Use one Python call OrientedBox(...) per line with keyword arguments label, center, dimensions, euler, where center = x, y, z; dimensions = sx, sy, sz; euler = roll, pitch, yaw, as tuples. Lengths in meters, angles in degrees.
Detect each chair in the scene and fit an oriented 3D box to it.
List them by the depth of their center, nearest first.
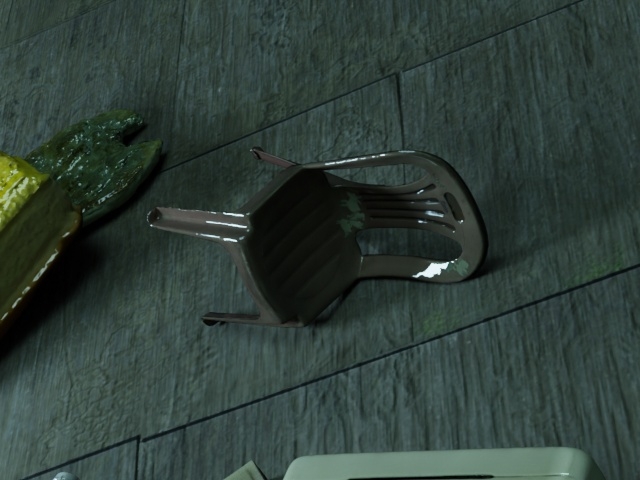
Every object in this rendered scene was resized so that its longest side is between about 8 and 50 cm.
OrientedBox(label="chair", center=(0.000, 0.000, 2.067), dimensions=(0.183, 0.175, 0.326), euler=(-42, 29, -29))

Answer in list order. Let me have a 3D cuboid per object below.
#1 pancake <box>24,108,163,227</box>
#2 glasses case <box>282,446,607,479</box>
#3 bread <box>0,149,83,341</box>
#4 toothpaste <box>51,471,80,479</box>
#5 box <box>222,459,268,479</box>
OrientedBox(label="pancake", center=(-0.325, -0.086, 2.537), dimensions=(0.254, 0.037, 0.253), euler=(-22, 36, 16))
OrientedBox(label="glasses case", center=(0.115, 0.254, 1.706), dimensions=(0.313, 0.131, 0.070), euler=(-6, 43, 32))
OrientedBox(label="bread", center=(-0.491, 0.029, 2.407), dimensions=(0.333, 0.143, 0.324), euler=(-51, 37, -11))
OrientedBox(label="toothpaste", center=(-0.298, 0.374, 1.956), dimensions=(0.075, 0.048, 0.301), euler=(8, 53, 7))
OrientedBox(label="box", center=(-0.079, 0.275, 1.914), dimensions=(0.079, 0.035, 0.083), euler=(-34, 36, -2))
